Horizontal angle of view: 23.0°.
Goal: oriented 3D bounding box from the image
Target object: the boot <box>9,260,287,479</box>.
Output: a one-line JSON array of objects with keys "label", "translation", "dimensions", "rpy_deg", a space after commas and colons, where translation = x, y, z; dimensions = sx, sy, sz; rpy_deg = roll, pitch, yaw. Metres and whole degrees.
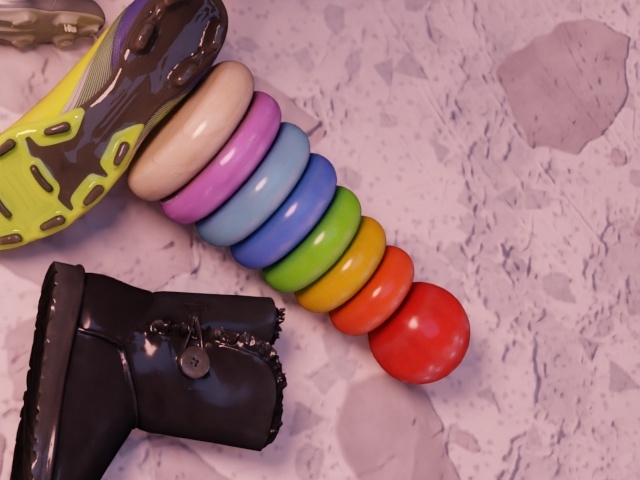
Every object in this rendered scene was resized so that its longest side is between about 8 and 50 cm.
[{"label": "boot", "translation": [-0.132, 0.145, 1.252], "dimensions": [0.207, 0.094, 0.246], "rpy_deg": [13, 67, -17]}]

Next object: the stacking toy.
[{"label": "stacking toy", "translation": [0.000, 0.000, 1.337], "dimensions": [0.330, 0.141, 0.141], "rpy_deg": [40, 65, -17]}]

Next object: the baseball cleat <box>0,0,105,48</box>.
[{"label": "baseball cleat", "translation": [-0.278, -0.213, 1.287], "dimensions": [0.206, 0.072, 0.109], "rpy_deg": [-1, 73, -28]}]

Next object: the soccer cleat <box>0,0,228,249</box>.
[{"label": "soccer cleat", "translation": [-0.187, -0.100, 1.290], "dimensions": [0.289, 0.121, 0.093], "rpy_deg": [-46, 105, -5]}]
